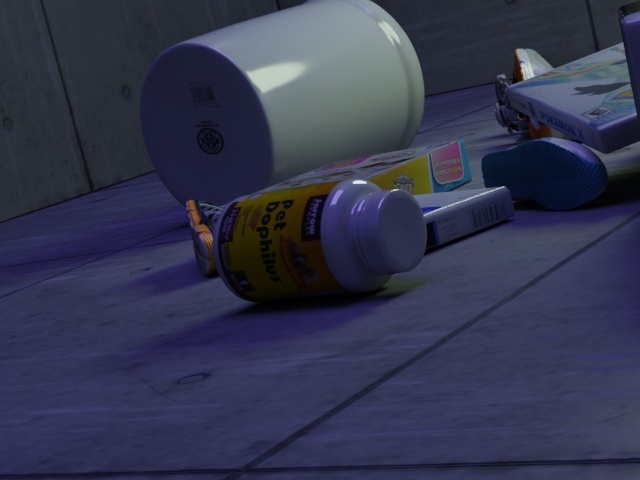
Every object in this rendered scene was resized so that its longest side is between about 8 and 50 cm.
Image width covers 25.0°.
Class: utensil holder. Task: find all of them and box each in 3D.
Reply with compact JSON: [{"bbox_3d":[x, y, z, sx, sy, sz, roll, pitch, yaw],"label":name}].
[{"bbox_3d":[-0.066,-0.226,2.457,0.328,0.327,0.385,-6,14,44],"label":"utensil holder"}]

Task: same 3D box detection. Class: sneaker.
[{"bbox_3d":[0.388,-0.233,2.352,0.121,0.099,0.262,-5,37,-6],"label":"sneaker"},{"bbox_3d":[-0.129,-0.007,1.906,0.083,0.084,0.215,-15,19,-8],"label":"sneaker"},{"bbox_3d":[0.282,-0.087,1.731,0.092,0.087,0.229,-15,10,-20],"label":"sneaker"}]

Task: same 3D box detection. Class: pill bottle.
[{"bbox_3d":[0.000,0.000,1.487,0.215,0.117,0.117,-7,10,40],"label":"pill bottle"}]

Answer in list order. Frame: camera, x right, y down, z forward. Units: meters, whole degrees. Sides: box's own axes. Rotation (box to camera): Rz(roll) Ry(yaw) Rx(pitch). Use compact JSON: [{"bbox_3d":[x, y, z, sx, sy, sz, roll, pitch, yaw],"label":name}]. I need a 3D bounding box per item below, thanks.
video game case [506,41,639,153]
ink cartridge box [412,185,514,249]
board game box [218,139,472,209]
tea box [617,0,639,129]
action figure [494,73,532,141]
[{"bbox_3d":[0.427,-0.206,1.755,0.329,0.036,0.300,-22,19,-7],"label":"video game case"},{"bbox_3d":[0.085,-0.016,1.706,0.206,0.045,0.208,-20,11,-37],"label":"ink cartridge box"},{"bbox_3d":[0.038,-0.067,2.064,0.242,0.064,0.316,-8,10,36],"label":"board game box"},{"bbox_3d":[0.473,-0.157,1.405,0.329,0.219,0.323,-11,10,14],"label":"tea box"},{"bbox_3d":[0.386,-0.233,2.511,0.185,0.099,0.285,-4,11,-7],"label":"action figure"}]
